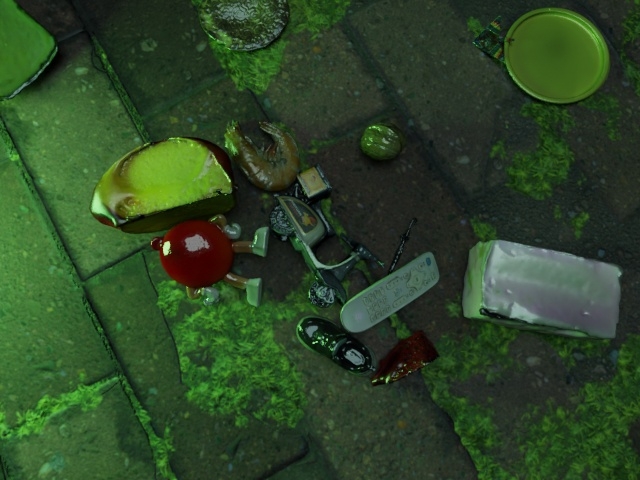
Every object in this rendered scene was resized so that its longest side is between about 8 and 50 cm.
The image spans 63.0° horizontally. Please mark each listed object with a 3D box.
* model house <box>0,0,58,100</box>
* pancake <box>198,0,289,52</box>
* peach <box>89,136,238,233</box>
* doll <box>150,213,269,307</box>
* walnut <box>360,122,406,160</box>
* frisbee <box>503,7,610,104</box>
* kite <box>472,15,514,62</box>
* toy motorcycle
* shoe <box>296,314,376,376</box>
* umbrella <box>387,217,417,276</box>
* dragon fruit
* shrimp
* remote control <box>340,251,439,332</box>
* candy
[{"bbox_3d":[-0.690,-0.413,1.070,0.211,0.170,0.194,34,85,34],"label":"model house"},{"bbox_3d":[-0.166,-0.497,1.142,0.199,0.021,0.199,0,79,-2],"label":"pancake"},{"bbox_3d":[-0.291,-0.099,0.990,0.267,0.154,0.159,-19,73,2],"label":"peach"},{"bbox_3d":[-0.212,0.037,0.995,0.217,0.085,0.183,8,100,-5],"label":"doll"},{"bbox_3d":[0.127,-0.200,1.060,0.092,0.092,0.092,0,78,-2],"label":"walnut"},{"bbox_3d":[0.517,-0.405,1.146,0.235,0.017,0.236,0,78,-1],"label":"frisbee"},{"bbox_3d":[0.379,-0.442,1.146,0.090,0.004,0.122,3,74,13],"label":"kite"},{"bbox_3d":[0.000,0.000,1.010,0.157,0.091,0.263,-29,81,-11],"label":"toy motorcycle"},{"bbox_3d":[0.031,0.194,0.965,0.169,0.099,0.071,31,81,5],"label":"shoe"},{"bbox_3d":[0.159,0.018,1.045,0.022,0.022,0.149,18,76,40],"label":"umbrella"},{"bbox_3d":[0.150,0.223,0.982,0.131,0.097,0.063,-29,77,12],"label":"dragon fruit"},{"bbox_3d":[-0.120,-0.183,1.072,0.132,0.051,0.187,-39,87,-28],"label":"shrimp"},{"bbox_3d":[0.132,0.099,1.004,0.229,0.044,0.073,-30,110,-19],"label":"remote control"},{"bbox_3d":[0.416,0.095,0.988,0.264,0.116,0.156,10,77,1],"label":"candy"}]
